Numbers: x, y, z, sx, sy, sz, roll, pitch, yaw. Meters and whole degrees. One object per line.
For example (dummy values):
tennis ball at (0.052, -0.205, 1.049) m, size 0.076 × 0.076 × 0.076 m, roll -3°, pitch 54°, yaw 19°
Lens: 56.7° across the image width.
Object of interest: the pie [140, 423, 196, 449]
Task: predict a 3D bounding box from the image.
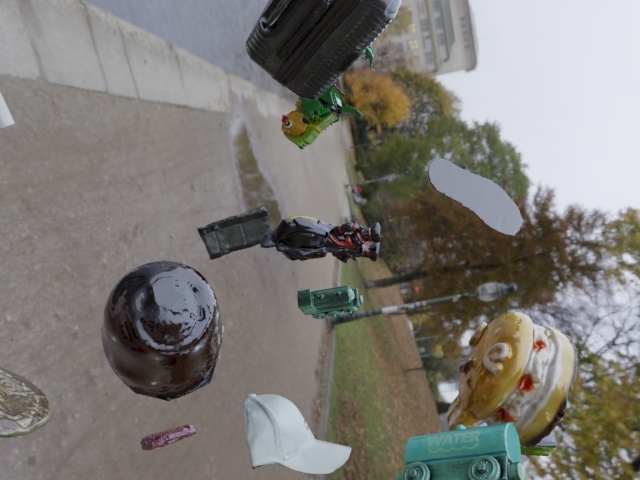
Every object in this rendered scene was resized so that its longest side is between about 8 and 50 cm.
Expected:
pie at (-0.415, 0.535, 1.620) m, size 0.153 × 0.154 × 0.038 m, roll 49°, pitch 23°, yaw -80°

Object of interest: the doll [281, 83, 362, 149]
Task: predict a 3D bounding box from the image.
doll at (-0.010, -0.308, 1.460) m, size 0.134 × 0.186 × 0.106 m, roll 59°, pitch 14°, yaw 15°

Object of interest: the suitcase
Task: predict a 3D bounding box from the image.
suitcase at (0.026, -0.344, 0.791) m, size 0.128 × 0.202 × 0.312 m, roll 34°, pitch 46°, yaw -18°

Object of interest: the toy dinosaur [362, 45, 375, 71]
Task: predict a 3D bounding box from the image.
toy dinosaur at (0.104, -0.388, 1.236) m, size 0.083 × 0.021 × 0.062 m, roll 51°, pitch -4°, yaw -22°

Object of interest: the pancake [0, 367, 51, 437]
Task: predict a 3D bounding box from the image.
pancake at (-0.596, 0.268, 1.057) m, size 0.031 × 0.250 × 0.250 m, roll -56°, pitch 169°, yaw -4°

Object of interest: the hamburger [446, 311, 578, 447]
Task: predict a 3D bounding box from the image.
hamburger at (0.403, 0.306, 1.308) m, size 0.261 × 0.187 × 0.302 m, roll -68°, pitch 180°, yaw -70°

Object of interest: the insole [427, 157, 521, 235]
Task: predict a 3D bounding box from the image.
insole at (0.363, -0.102, 1.370) m, size 0.328 × 0.007 × 0.111 m, roll 24°, pitch 69°, yaw -31°

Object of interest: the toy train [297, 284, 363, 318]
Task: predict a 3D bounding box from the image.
toy train at (0.027, 0.166, 1.611) m, size 0.111 × 0.171 × 0.071 m, roll 54°, pitch 29°, yaw -57°

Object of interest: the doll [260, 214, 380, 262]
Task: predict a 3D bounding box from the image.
doll at (0.000, -0.001, 1.243) m, size 0.088 × 0.249 × 0.127 m, roll -80°, pitch 167°, yaw -68°

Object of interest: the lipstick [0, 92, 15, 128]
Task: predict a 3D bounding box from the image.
lipstick at (-0.903, -0.421, 1.573) m, size 0.070 × 0.070 × 0.254 m, roll -89°, pitch 162°, yaw -68°

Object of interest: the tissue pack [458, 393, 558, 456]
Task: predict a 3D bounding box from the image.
tissue pack at (0.504, 0.488, 1.613) m, size 0.073 × 0.236 × 0.173 m, roll 104°, pitch -11°, yaw -47°

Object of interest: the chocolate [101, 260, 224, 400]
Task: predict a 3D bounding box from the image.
chocolate at (-0.434, 0.224, 1.704) m, size 0.331 × 0.384 × 0.383 m, roll 124°, pitch -34°, yaw -50°

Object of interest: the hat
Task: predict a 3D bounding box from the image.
hat at (-0.064, 0.510, 1.572) m, size 0.258 × 0.302 × 0.167 m, roll 111°, pitch -9°, yaw -83°

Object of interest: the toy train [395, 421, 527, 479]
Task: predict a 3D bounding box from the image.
toy train at (0.255, 0.409, 1.093) m, size 0.101 × 0.248 × 0.159 m, roll 54°, pitch 34°, yaw -24°

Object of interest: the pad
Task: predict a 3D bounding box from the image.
pad at (-0.274, -0.022, 1.960) m, size 0.174 × 0.233 × 0.022 m, roll 79°, pitch -10°, yaw -51°
